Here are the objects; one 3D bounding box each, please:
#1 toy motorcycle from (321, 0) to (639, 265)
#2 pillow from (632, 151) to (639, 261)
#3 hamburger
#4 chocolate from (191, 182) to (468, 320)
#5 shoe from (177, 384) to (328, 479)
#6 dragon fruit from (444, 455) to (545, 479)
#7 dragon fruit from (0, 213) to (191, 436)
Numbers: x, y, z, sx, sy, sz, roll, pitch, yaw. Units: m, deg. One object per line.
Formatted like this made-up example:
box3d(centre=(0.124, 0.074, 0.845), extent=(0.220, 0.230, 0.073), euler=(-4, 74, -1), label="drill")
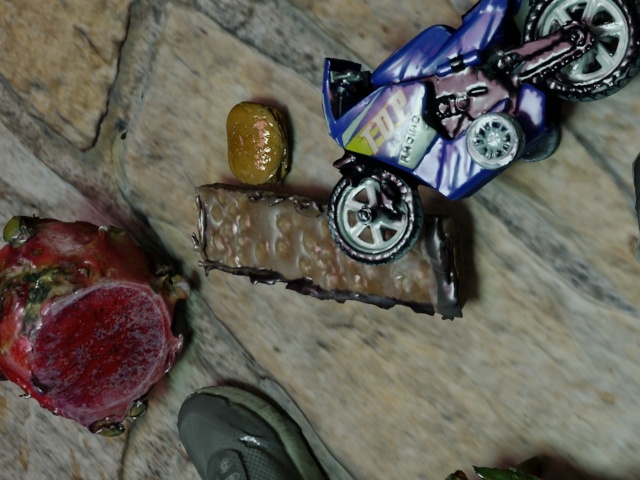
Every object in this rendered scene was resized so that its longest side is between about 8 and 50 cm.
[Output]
box3d(centre=(0.103, -0.120, 0.952), extent=(0.315, 0.113, 0.169), euler=(-39, 78, 24), label="toy motorcycle")
box3d(centre=(0.275, -0.042, 0.865), extent=(0.136, 0.055, 0.091), euler=(-23, 82, 44), label="pillow")
box3d(centre=(-0.061, -0.093, 1.190), extent=(0.076, 0.044, 0.083), euler=(8, 104, 42), label="hamburger")
box3d(centre=(0.004, 0.001, 1.135), extent=(0.329, 0.065, 0.102), euler=(9, 117, 42), label="chocolate")
box3d(centre=(-0.065, 0.285, 1.202), extent=(0.336, 0.171, 0.132), euler=(40, 127, 29), label="shoe")
box3d(centre=(0.136, 0.256, 0.983), extent=(0.200, 0.198, 0.269), euler=(23, 130, -10), label="dragon fruit")
box3d(centre=(-0.241, 0.095, 1.319), extent=(0.147, 0.211, 0.282), euler=(21, 141, 46), label="dragon fruit")
